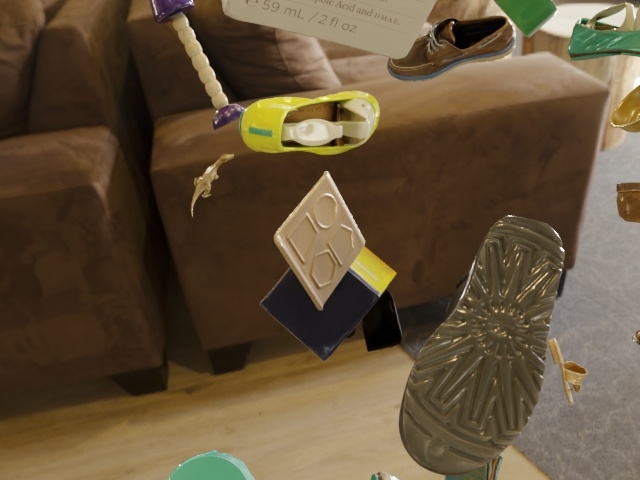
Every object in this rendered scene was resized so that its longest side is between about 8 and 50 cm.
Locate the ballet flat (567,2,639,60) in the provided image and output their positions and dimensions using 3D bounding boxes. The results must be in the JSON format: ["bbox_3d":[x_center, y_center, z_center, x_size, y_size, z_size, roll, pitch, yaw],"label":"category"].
[{"bbox_3d":[0.486,-0.326,0.906,0.083,0.087,0.247,-12,21,-19],"label":"ballet flat"}]

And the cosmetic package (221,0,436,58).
[{"bbox_3d":[0.019,-0.261,0.410,0.151,0.184,0.152,5,51,-22],"label":"cosmetic package"}]

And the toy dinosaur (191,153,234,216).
[{"bbox_3d":[-0.274,-0.135,1.366,0.053,0.092,0.183,33,74,-9],"label":"toy dinosaur"}]

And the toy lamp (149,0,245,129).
[{"bbox_3d":[-0.225,-0.340,1.048,0.080,0.275,0.080,-27,14,7],"label":"toy lamp"}]

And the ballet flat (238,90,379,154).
[{"bbox_3d":[0.012,-0.136,0.691,0.230,0.077,0.077,-15,24,-41],"label":"ballet flat"}]

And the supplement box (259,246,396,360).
[{"bbox_3d":[0.033,0.111,1.392,0.195,0.194,0.356,40,12,7],"label":"supplement box"}]

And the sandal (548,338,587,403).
[{"bbox_3d":[0.771,0.401,1.775,0.079,0.240,0.088,-18,19,24],"label":"sandal"}]

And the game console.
[{"bbox_3d":[0.107,0.316,2.119,0.361,0.044,0.213,-15,70,9],"label":"game console"}]

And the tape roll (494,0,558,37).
[{"bbox_3d":[0.340,-0.550,1.163,0.077,0.321,0.321,-40,25,26],"label":"tape roll"}]

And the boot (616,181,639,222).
[{"bbox_3d":[0.968,-0.100,1.566,0.305,0.115,0.112,0,-2,25],"label":"boot"}]

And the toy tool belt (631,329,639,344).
[{"bbox_3d":[0.523,0.177,0.893,0.083,0.052,0.051,33,41,-9],"label":"toy tool belt"}]

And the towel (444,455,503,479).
[{"bbox_3d":[0.310,0.616,1.223,0.040,0.271,0.371,8,78,-4],"label":"towel"}]

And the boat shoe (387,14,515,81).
[{"bbox_3d":[0.180,-0.282,0.823,0.183,0.066,0.066,-13,70,16],"label":"boat shoe"}]

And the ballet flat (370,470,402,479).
[{"bbox_3d":[0.146,0.735,1.458,0.106,0.316,0.107,14,13,-11],"label":"ballet flat"}]

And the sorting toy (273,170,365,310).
[{"bbox_3d":[0.000,0.000,1.130,0.038,0.193,0.208,1,44,39],"label":"sorting toy"}]

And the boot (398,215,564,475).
[{"bbox_3d":[0.209,0.215,0.905,0.146,0.445,0.367,30,65,12],"label":"boot"}]

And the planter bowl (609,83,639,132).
[{"bbox_3d":[0.670,-0.258,1.094,0.217,0.090,0.217,-43,7,7],"label":"planter bowl"}]

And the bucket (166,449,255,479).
[{"bbox_3d":[-0.306,0.727,1.610,0.280,0.183,0.281,1,66,-2],"label":"bucket"}]
